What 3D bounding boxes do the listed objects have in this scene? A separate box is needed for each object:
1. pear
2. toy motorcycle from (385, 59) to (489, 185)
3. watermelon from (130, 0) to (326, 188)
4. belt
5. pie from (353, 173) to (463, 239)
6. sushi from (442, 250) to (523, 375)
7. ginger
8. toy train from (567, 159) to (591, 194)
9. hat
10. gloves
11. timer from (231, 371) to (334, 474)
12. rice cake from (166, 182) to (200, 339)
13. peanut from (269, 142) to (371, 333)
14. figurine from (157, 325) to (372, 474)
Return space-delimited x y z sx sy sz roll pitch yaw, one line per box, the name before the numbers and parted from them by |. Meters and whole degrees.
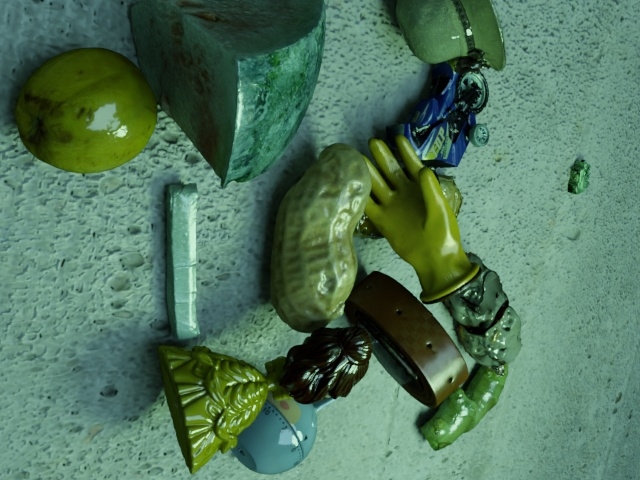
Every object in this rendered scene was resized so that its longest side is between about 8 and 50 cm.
pear | -0.277 -0.155 0.836 0.162 0.149 0.148 -35 127 -35
toy motorcycle | 0.212 -0.216 1.277 0.169 0.113 0.315 38 71 -31
watermelon | -0.130 -0.236 0.905 0.258 0.387 0.228 21 122 -5
belt | 0.154 0.181 1.294 0.105 0.261 0.184 -39 161 -19
pie | 0.161 -0.069 1.320 0.282 0.068 0.128 -5 108 -36
sushi | 0.356 0.158 1.539 0.124 0.130 0.332 -45 130 -20
ginger | 0.348 0.387 1.654 0.290 0.089 0.137 -25 114 -31
toy train | 0.643 -0.158 1.736 0.053 0.033 0.083 -21 119 -31
hat | 0.197 -0.375 1.168 0.130 0.257 0.257 -24 129 8
gloves | 0.151 -0.043 1.202 0.133 0.116 0.294 -31 97 1
timer | -0.058 0.275 1.201 0.255 0.175 0.175 -56 134 -17
rice cake | -0.206 0.034 1.047 0.045 0.042 0.245 -6 112 -27
peanut | 0.000 0.000 1.144 0.140 0.153 0.325 -3 115 -46
figurine | -0.073 0.218 1.088 0.315 0.187 0.168 -12 132 -20
